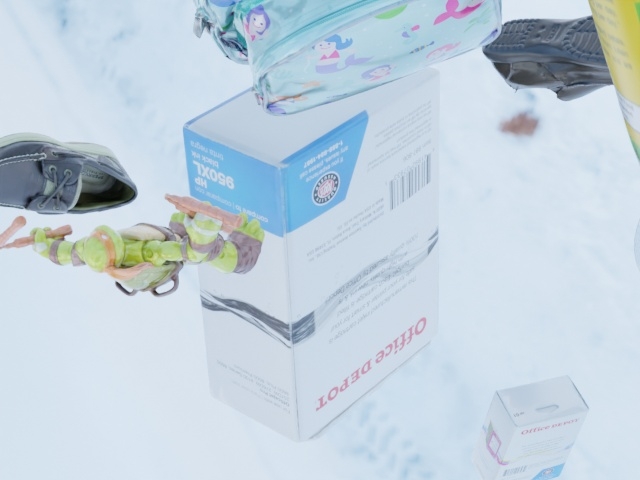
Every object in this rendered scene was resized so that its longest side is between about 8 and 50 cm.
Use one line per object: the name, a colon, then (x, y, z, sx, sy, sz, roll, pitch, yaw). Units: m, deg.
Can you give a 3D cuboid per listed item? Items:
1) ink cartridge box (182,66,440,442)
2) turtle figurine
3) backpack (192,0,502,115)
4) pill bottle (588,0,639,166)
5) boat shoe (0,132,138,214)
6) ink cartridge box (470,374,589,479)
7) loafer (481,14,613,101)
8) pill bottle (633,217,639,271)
ink cartridge box: (0.000, 0.000, 1.812, 0.166, 0.285, 0.395, 23, 131, 34)
turtle figurine: (-0.143, 0.008, 1.370, 0.269, 0.217, 0.087, -8, 88, 30)
backpack: (0.012, -0.203, 0.988, 0.225, 0.253, 0.191, -20, 73, 0)
pill bottle: (0.160, -0.143, 0.576, 0.136, 0.246, 0.136, -18, 29, 10)
boat shoe: (-0.193, -0.046, 1.101, 0.049, 0.152, 0.056, 33, 114, 30)
ink cartridge box: (0.218, 0.203, 1.571, 0.122, 0.088, 0.052, 103, 149, -46)
loafer: (0.276, -0.190, 1.583, 0.220, 0.078, 0.080, 13, 53, 44)
pill bottle: (0.423, 0.062, 1.291, 0.188, 0.334, 0.188, -32, 39, 30)
